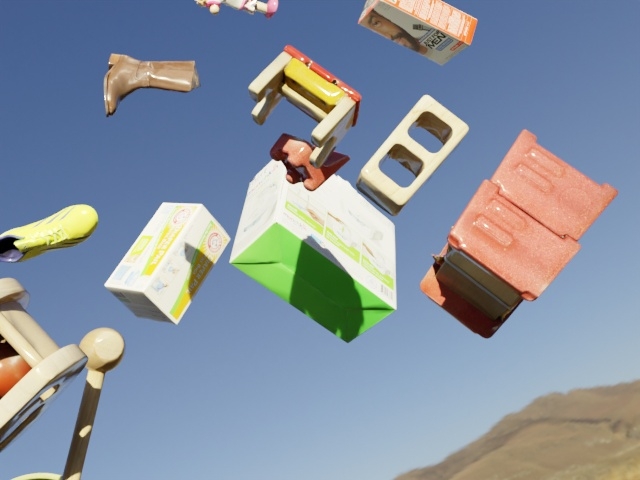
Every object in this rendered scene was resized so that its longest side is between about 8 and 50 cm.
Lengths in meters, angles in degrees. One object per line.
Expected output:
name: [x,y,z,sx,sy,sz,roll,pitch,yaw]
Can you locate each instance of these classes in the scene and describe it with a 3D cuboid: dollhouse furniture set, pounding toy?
dollhouse furniture set: [0.110,-0.071,0.817,0.152,0.374,0.201,-49,-10,-16]
pounding toy: [-0.224,0.136,0.488,0.269,0.155,0.154,-42,-1,-39]

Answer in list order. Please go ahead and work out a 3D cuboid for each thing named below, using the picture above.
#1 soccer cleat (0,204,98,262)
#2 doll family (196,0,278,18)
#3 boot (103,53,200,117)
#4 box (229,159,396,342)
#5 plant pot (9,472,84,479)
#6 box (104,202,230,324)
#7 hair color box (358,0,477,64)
soccer cleat: [-0.661,-0.007,1.709,0.289,0.093,0.121,-17,11,18]
doll family: [-0.141,-0.433,1.019,0.163,0.262,0.118,11,-6,-28]
boot: [-0.207,-0.189,0.886,0.114,0.106,0.037,6,-33,-11]
box: [0.000,0.000,1.220,0.262,0.231,0.127,36,-57,-23]
plant pot: [-0.251,0.430,0.871,0.275,0.274,0.293,-30,-28,13]
box: [-0.276,0.038,1.312,0.114,0.203,0.103,3,-37,37]
hair color box: [0.158,-0.357,1.169,0.167,0.053,0.093,22,-15,-15]
